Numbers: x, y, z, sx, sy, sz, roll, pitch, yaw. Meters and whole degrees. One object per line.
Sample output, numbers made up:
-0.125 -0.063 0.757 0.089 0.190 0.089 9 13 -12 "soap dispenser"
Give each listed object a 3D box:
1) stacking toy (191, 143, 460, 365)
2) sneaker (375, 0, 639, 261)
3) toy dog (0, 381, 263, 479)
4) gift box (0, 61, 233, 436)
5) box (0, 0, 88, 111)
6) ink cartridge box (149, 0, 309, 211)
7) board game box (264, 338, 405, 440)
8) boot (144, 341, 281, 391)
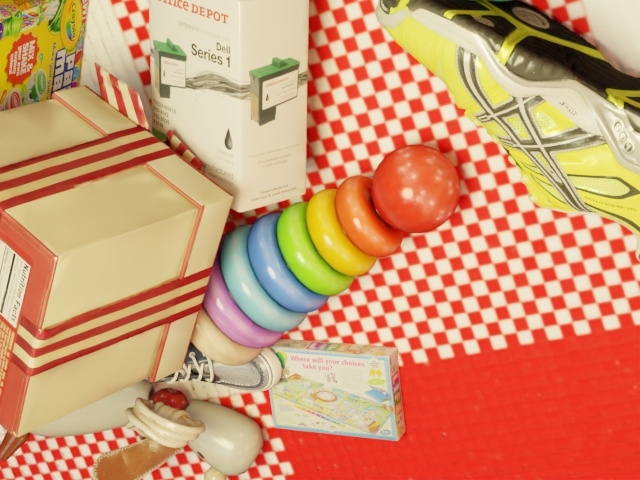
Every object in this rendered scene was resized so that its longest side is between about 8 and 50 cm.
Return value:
0.000 0.000 1.479 0.330 0.141 0.141 -33 94 27 "stacking toy"
0.205 -0.110 1.314 0.385 0.145 0.147 34 121 12 "sneaker"
-0.252 0.223 1.661 0.334 0.220 0.161 24 98 26 "toy dog"
-0.260 -0.008 1.405 0.276 0.258 0.255 42 128 24 "gift box"
-0.409 -0.141 1.525 0.177 0.279 0.290 22 119 18 "box"
-0.094 -0.161 1.441 0.160 0.093 0.219 25 123 44 "ink cartridge box"
0.015 0.165 1.592 0.154 0.026 0.103 3 112 26 "board game box"
-0.142 0.141 1.607 0.190 0.086 0.069 11 116 33 "boot"
